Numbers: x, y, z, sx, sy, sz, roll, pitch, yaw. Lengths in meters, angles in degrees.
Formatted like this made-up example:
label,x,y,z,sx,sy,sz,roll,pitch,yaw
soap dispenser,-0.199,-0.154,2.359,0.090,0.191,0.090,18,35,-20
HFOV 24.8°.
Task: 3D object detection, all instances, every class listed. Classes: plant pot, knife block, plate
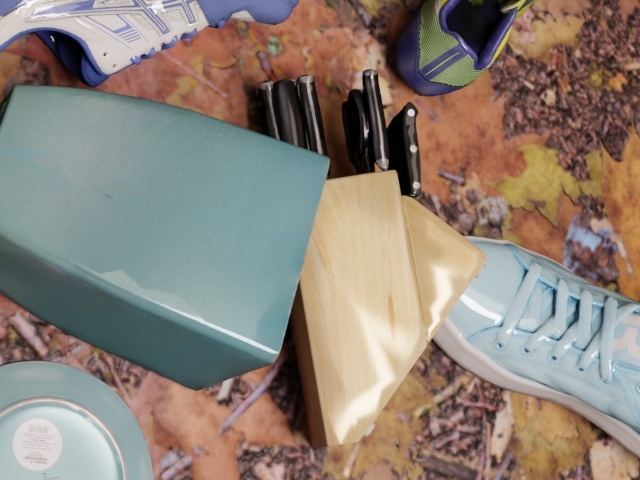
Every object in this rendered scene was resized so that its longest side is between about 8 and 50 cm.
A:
label,x,y,z,sx,sy,sz,roll,pitch,yaw
plant pot,-0.147,-0.012,1.087,0.234,0.166,0.165,22,68,-19
knife block,0.000,0.000,1.203,0.242,0.088,0.275,36,78,-1
plate,-0.207,0.181,1.083,0.188,0.024,0.188,7,76,-29

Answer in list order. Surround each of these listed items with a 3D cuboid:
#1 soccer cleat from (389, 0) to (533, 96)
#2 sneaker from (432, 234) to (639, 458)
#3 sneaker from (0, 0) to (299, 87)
label,x,y,z,sx,sy,sz,roll,pitch,yaw
soccer cleat,0.172,-0.243,1.348,0.093,0.121,0.289,45,60,-15
sneaker,0.258,0.087,1.295,0.366,0.150,0.135,27,63,-13
sneaker,-0.156,-0.185,1.164,0.297,0.112,0.130,3,95,-29
